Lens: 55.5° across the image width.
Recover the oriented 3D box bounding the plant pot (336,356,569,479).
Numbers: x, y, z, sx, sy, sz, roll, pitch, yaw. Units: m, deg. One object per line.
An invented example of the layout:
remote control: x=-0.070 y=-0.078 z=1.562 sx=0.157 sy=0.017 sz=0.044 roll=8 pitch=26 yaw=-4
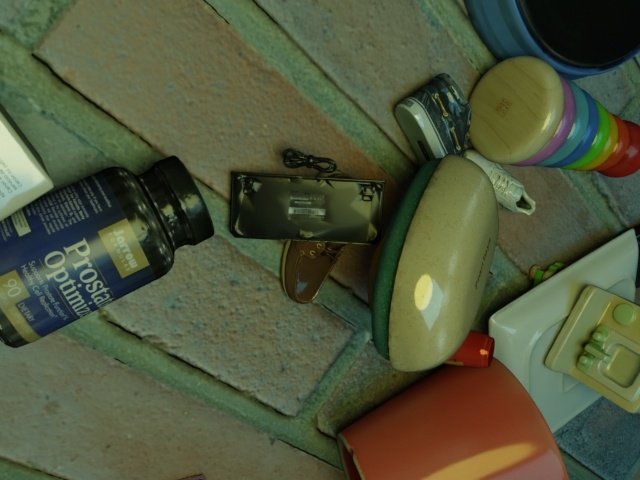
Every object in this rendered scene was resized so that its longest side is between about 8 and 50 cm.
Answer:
plant pot: x=0.169 y=0.322 z=0.863 sx=0.243 sy=0.275 sz=0.275 roll=-18 pitch=116 yaw=-11

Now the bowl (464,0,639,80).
bowl: x=0.356 y=-0.407 z=0.804 sx=0.391 sy=0.077 sz=0.391 roll=-10 pitch=112 yaw=-26

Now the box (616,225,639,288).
box: x=0.620 y=0.014 z=1.098 sx=0.162 sy=0.029 sz=0.116 roll=-20 pitch=118 yaw=1

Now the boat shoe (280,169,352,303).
boat shoe: x=0.000 y=0.000 z=0.760 sx=0.064 sy=0.060 sz=0.178 roll=14 pitch=100 yaw=-32

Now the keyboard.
keyboard: x=-0.015 y=-0.053 z=0.713 sx=0.180 sy=0.023 sz=0.108 roll=3 pitch=104 yaw=-4

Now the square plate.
square plate: x=0.432 y=0.195 z=1.051 sx=0.344 sy=0.049 sz=0.347 roll=-26 pitch=124 yaw=-21

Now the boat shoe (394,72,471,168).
boat shoe: x=0.173 y=-0.126 z=0.808 sx=0.083 sy=0.065 sz=0.183 roll=-40 pitch=122 yaw=-13

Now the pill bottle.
pill bottle: x=-0.223 y=0.002 z=0.600 sx=0.219 sy=0.123 sz=0.123 roll=-28 pitch=119 yaw=-17

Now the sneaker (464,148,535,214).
sneaker: x=0.256 y=-0.084 z=0.873 sx=0.152 sy=0.061 sz=0.054 roll=29 pitch=94 yaw=-32

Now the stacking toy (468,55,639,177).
stacking toy: x=0.364 y=-0.157 z=0.879 sx=0.330 sy=0.141 sz=0.141 roll=6 pitch=104 yaw=-38

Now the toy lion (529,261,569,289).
toy lion: x=0.382 y=0.083 z=1.022 sx=0.096 sy=0.034 sz=0.100 roll=10 pitch=103 yaw=-39

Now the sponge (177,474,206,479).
sponge: x=-0.208 y=0.420 z=0.811 sx=0.117 sy=0.031 sz=0.210 roll=-6 pitch=110 yaw=-27

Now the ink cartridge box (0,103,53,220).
ink cartridge box: x=-0.397 y=-0.060 z=0.487 sx=0.272 sy=0.114 sz=0.197 roll=-36 pitch=121 yaw=-14

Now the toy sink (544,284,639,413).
toy sink: x=0.500 y=0.182 z=0.973 sx=0.234 sy=0.131 sz=0.153 roll=19 pitch=100 yaw=-39

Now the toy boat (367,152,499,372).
toy boat: x=0.132 y=0.066 z=0.763 sx=0.268 sy=0.148 sz=0.318 roll=-63 pitch=149 yaw=-31
